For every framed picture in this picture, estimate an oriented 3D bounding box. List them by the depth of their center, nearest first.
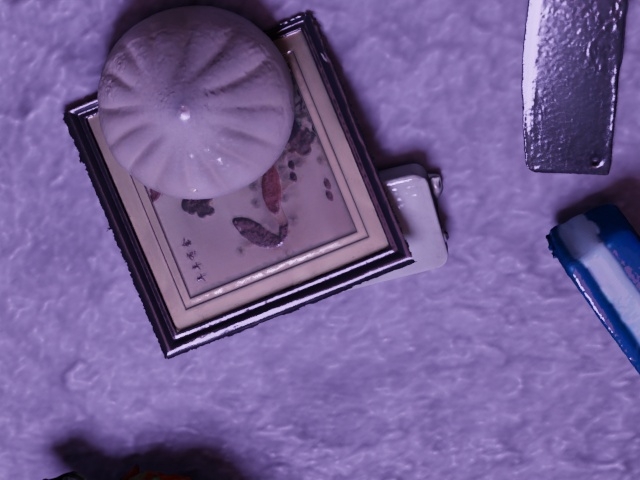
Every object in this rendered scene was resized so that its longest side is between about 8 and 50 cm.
[{"bbox_3d":[-0.059,-0.037,1.386,0.199,0.010,0.195,-21,96,8],"label":"framed picture"}]

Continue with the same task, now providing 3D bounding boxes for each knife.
[{"bbox_3d":[0.179,-0.156,1.357,0.072,0.019,0.245,2,118,0],"label":"knife"}]

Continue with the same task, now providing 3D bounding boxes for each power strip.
[{"bbox_3d":[0.000,0.000,1.421,0.192,0.035,0.081,-13,115,7],"label":"power strip"}]

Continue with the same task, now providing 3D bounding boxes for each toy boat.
[{"bbox_3d":[0.273,0.096,1.440,0.061,0.096,0.299,-37,113,6],"label":"toy boat"}]

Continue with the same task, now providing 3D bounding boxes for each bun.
[{"bbox_3d":[-0.087,-0.092,1.329,0.138,0.094,0.138,0,99,2],"label":"bun"}]

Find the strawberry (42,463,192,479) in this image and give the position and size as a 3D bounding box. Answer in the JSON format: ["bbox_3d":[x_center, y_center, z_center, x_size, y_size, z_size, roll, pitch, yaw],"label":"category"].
[{"bbox_3d":[-0.099,0.279,1.486,0.286,0.106,0.188,45,115,11],"label":"strawberry"}]
